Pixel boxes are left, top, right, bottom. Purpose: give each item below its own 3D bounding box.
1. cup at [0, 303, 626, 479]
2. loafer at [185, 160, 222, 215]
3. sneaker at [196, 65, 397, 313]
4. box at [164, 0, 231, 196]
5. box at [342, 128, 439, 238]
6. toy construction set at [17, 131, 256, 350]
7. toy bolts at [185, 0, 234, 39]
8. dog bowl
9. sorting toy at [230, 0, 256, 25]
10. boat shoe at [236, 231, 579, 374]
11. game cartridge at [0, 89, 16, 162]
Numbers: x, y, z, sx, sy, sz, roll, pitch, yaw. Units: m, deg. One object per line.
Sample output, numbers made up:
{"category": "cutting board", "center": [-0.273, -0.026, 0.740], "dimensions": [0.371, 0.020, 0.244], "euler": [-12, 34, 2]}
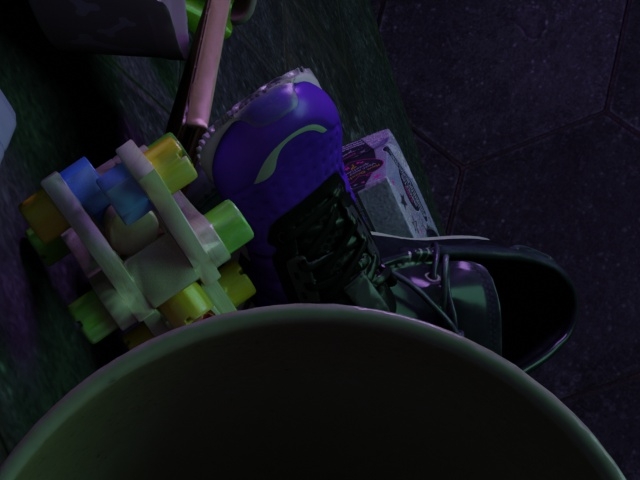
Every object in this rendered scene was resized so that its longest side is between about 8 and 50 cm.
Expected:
{"category": "cup", "center": [-0.009, 0.217, 0.668], "dimensions": [0.237, 0.331, 0.331], "euler": [100, -27, -76]}
{"category": "loafer", "center": [-0.057, 0.024, 1.239], "dimensions": [0.109, 0.095, 0.302], "euler": [27, -21, 39]}
{"category": "sneaker", "center": [0.001, 0.000, 0.922], "dimensions": [0.146, 0.102, 0.293], "euler": [50, -15, 22]}
{"category": "box", "center": [-0.108, -0.090, 1.029], "dimensions": [0.201, 0.021, 0.164], "euler": [-86, -165, -47]}
{"category": "box", "center": [0.056, 0.028, 1.480], "dimensions": [0.142, 0.163, 0.247], "euler": [-82, 149, -62]}
{"category": "toy construction set", "center": [-0.083, 0.071, 0.861], "dimensions": [0.215, 0.151, 0.328], "euler": [-145, -145, -67]}
{"category": "toy bolts", "center": [-0.139, -0.347, 1.277], "dimensions": [0.218, 0.228, 0.158], "euler": [28, 7, -37]}
{"category": "dog bowl", "center": [-0.179, -0.302, 0.984], "dimensions": [0.349, 0.102, 0.349], "euler": [170, -90, -88]}
{"category": "sorting toy", "center": [-0.080, -0.352, 1.403], "dimensions": [0.038, 0.208, 0.193], "euler": [10, 21, -27]}
{"category": "boat shoe", "center": [0.089, 0.082, 1.219], "dimensions": [0.500, 0.156, 0.187], "euler": [-8, 103, -53]}
{"category": "game cartridge", "center": [-0.244, -0.071, 0.644], "dimensions": [0.297, 0.062, 0.198], "euler": [-91, 160, -57]}
